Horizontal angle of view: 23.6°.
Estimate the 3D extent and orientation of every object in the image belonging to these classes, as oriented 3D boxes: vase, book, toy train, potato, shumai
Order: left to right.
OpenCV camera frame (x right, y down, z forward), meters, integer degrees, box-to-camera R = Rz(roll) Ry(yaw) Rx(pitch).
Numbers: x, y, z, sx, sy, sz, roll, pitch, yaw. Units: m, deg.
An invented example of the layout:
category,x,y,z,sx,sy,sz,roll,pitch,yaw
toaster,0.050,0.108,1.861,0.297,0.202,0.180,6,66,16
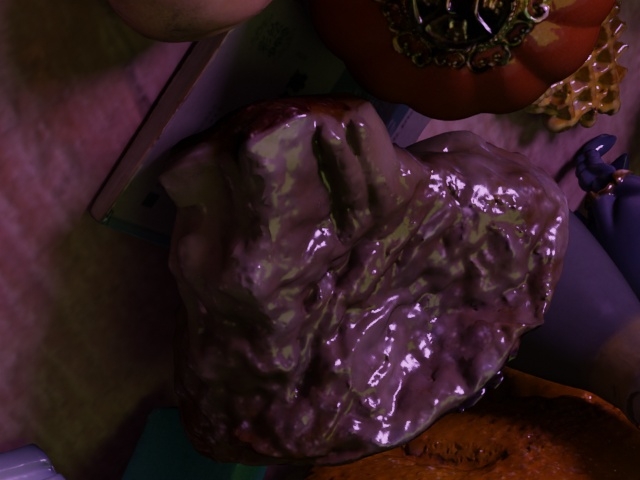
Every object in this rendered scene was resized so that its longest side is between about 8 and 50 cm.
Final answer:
category,x,y,z,sx,sy,sz,roll,pitch,yaw
potato,-0.078,-0.177,0.961,0.147,0.112,0.112,-10,128,-52
toy train,-0.098,0.276,1.314,0.298,0.120,0.194,64,45,-62
book,-0.031,-0.068,1.181,0.215,0.025,0.283,-56,147,9
shumai,-0.002,-0.003,1.143,0.346,0.217,0.283,-38,116,-1
vase,0.210,0.064,1.311,0.173,0.321,0.173,-30,141,-28

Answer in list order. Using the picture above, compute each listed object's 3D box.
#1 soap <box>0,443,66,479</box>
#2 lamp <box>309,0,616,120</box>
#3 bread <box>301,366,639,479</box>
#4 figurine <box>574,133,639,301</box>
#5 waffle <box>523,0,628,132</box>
category,x,y,z,sx,sy,sz,roll,pitch,yaw
soap,-0.272,0.242,1.077,0.261,0.150,0.094,-8,132,-45
lamp,0.097,-0.192,1.060,0.196,0.223,0.223,-79,-170,-67
bread,0.159,0.214,1.358,0.337,0.328,0.148,-36,118,-52
figurine,0.319,0.002,1.473,0.197,0.265,0.175,13,99,-24
waffle,0.238,-0.182,1.365,0.161,0.046,0.192,-9,127,-42
